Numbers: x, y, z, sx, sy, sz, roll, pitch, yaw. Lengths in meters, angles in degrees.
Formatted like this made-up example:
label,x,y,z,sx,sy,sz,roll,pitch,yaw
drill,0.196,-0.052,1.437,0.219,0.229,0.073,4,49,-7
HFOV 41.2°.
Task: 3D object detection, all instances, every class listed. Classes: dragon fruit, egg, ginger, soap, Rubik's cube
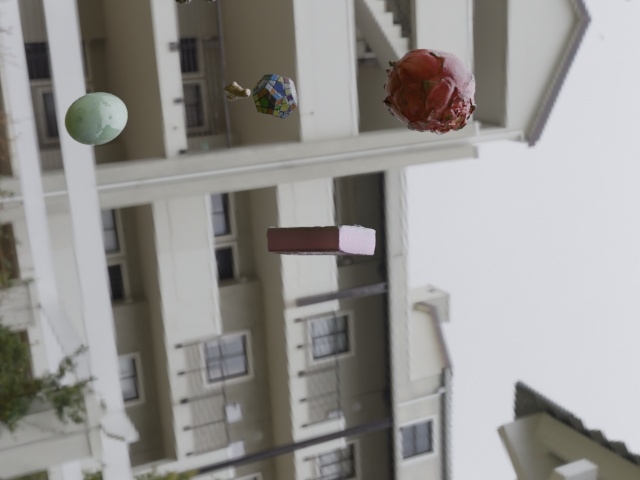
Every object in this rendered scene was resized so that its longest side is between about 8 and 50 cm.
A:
label,x,y,z,sx,sy,sz,roll,pitch,yaw
dragon fruit,0.292,-0.394,2.252,0.252,0.240,0.241,-125,-146,-52
egg,-0.656,-0.358,2.495,0.149,0.192,0.149,33,-43,37
ginger,-0.209,-0.373,2.110,0.097,0.030,0.048,1,-40,53
soap,0.000,0.002,2.398,0.259,0.181,0.081,-2,-95,35
Rubik's cube,-0.104,-0.332,1.964,0.111,0.093,0.111,-14,90,-82

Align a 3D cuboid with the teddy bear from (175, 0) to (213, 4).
label,x,y,z,sx,sy,sz,roll,pitch,yaw
teddy bear,-0.393,-0.781,2.386,0.129,0.182,0.251,11,-62,57
